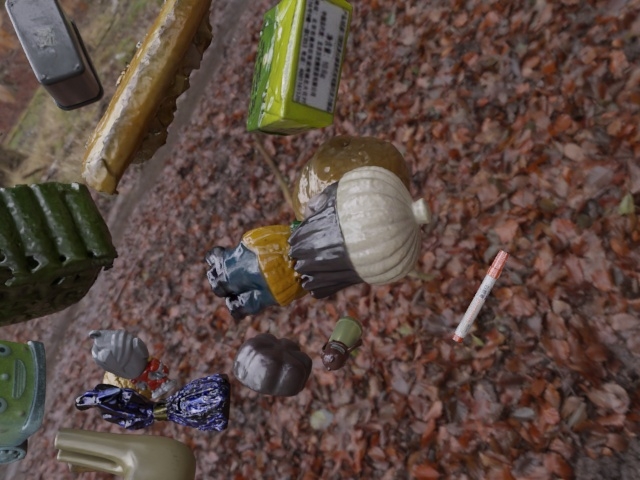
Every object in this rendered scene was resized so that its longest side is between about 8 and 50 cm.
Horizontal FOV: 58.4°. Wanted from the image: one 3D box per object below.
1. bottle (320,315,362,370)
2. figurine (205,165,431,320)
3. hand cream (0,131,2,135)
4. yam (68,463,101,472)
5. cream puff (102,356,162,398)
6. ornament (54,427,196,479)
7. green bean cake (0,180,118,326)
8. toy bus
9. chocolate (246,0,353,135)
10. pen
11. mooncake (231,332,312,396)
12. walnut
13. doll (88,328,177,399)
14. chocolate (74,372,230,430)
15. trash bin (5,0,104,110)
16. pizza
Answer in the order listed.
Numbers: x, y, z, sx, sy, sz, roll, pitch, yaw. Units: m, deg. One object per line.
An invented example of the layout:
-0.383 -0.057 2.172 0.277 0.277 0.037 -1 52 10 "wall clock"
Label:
0.032 0.171 0.925 0.063 0.047 0.101 -44 6 38 "bottle"
0.002 0.019 0.862 0.332 0.185 0.204 -33 37 -6 "figurine"
-0.593 -0.159 0.726 0.147 0.305 0.093 -5 84 36 "hand cream"
-0.593 0.634 1.648 0.057 0.241 0.057 -177 90 -72 "yam"
-0.570 0.415 1.769 0.189 0.189 0.130 -130 51 -58 "cream puff"
-0.192 0.323 0.622 0.230 0.244 0.061 -90 11 -51 "ornament"
-0.608 0.050 1.156 0.319 0.335 0.218 -45 66 43 "green bean cake"
-0.545 0.268 0.826 0.312 0.190 0.152 -41 47 25 "toy bus"
-0.054 -0.390 1.297 0.288 0.137 0.301 -168 87 -68 "chocolate"
0.360 0.127 1.287 0.239 0.028 0.028 -66 28 17 "pen"
-0.150 0.392 1.806 0.245 0.244 0.133 41 111 59 "mooncake"
0.083 -0.125 1.468 0.332 0.332 0.333 -35 38 33 "walnut"
-0.320 0.206 0.967 0.094 0.180 0.079 -33 28 16 "doll"
-0.372 0.375 1.287 0.148 0.343 0.126 113 154 -73 "chocolate"
-0.492 -0.349 1.076 0.101 0.177 0.236 -21 6 -12 "trash bin"
-0.221 -0.193 0.746 0.223 0.089 0.324 -8 57 61 "pizza"
